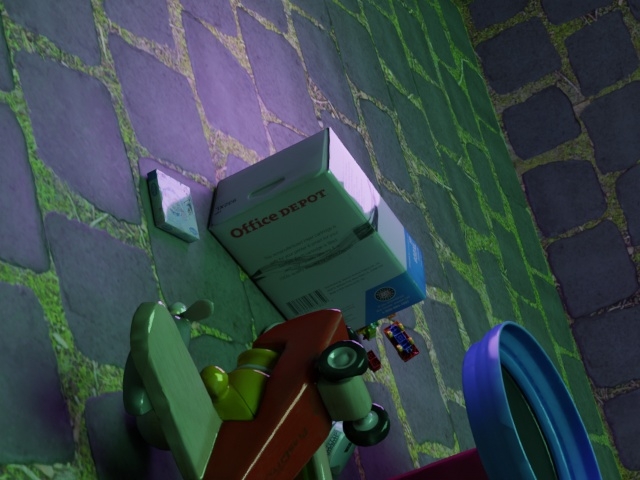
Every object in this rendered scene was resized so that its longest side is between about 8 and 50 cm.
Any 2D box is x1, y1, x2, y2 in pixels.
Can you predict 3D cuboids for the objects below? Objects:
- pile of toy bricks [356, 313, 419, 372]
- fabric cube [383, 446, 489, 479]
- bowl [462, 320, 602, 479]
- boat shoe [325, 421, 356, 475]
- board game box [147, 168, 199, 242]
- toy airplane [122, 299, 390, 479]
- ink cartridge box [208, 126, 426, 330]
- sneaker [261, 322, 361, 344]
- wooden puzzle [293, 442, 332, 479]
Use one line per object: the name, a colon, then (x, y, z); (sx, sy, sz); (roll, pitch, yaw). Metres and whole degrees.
pile of toy bricks: (0.082, 0.148, 2.305); (0.212, 0.118, 0.105); (55, -11, 18)
fabric cube: (0.271, 0.490, 2.144); (0.254, 0.258, 0.259); (19, 51, -61)
bowl: (0.340, 0.322, 2.026); (0.391, 0.077, 0.391); (49, 26, -35)
boat shoe: (0.009, 0.295, 1.942); (0.084, 0.095, 0.258); (29, -12, 12)
board game box: (-0.218, -0.050, 1.894); (0.090, 0.020, 0.090); (31, 40, -56)
toy airplane: (-0.127, 0.259, 1.530); (0.384, 0.272, 0.386); (6, 98, -54)
ink cartridge box: (0.000, 0.000, 2.070); (0.307, 0.223, 0.129); (51, 25, -32)
sneaker: (-0.025, 0.184, 1.902); (0.106, 0.162, 0.281); (57, 23, -22)
wooden puzzle: (-0.010, 0.389, 1.764); (0.239, 0.044, 0.221); (105, -25, -61)
